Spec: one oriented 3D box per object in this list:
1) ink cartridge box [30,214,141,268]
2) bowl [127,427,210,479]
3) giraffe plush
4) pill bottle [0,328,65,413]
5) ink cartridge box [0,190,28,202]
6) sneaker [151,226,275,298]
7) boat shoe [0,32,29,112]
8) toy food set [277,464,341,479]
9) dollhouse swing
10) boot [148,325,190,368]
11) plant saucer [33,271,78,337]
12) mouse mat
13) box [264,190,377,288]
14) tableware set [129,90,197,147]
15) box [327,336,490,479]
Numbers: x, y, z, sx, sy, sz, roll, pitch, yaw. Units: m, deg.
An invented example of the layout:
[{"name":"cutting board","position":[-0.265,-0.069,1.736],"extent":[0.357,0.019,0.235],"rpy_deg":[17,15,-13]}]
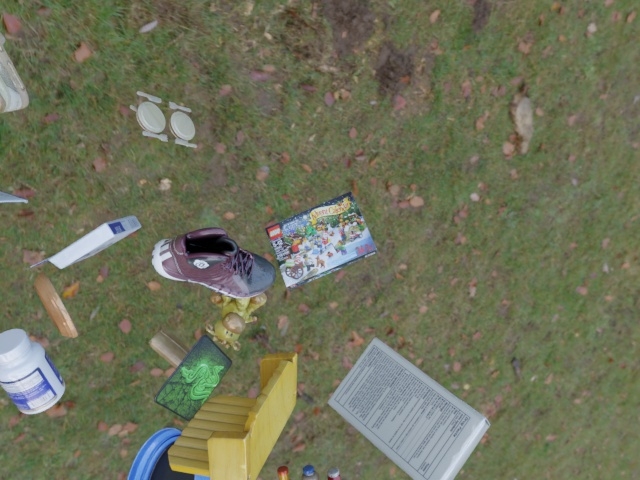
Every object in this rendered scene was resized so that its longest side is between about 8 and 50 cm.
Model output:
[{"name":"ink cartridge box","position":[-0.608,0.014,1.384],"extent":[0.223,0.223,0.045],"rpy_deg":[-29,98,3]},{"name":"bowl","position":[-0.499,0.816,1.701],"extent":[0.077,0.391,0.391],"rpy_deg":[30,97,-42]},{"name":"giraffe plush","position":[-0.285,0.247,1.676],"extent":[0.181,0.171,0.210],"rpy_deg":[17,129,-1]},{"name":"pill bottle","position":[-0.679,0.298,1.207],"extent":[0.112,0.112,0.187],"rpy_deg":[-23,127,-20]},{"name":"ink cartridge box","position":[-0.722,-0.061,0.838],"extent":[0.330,0.324,0.072],"rpy_deg":[-8,110,-63]},{"name":"sneaker","position":[-0.179,0.045,1.055],"extent":[0.281,0.162,0.107],"rpy_deg":[12,66,-37]},{"name":"boat shoe","position":[-0.813,-0.465,1.235],"extent":[0.110,0.121,0.341],"rpy_deg":[-46,119,-61]},{"name":"toy food set","position":[0.009,0.540,1.082],"extent":[0.111,0.232,0.105],"rpy_deg":[-16,101,-36]},{"name":"dollhouse swing","position":[-0.272,0.499,1.542],"extent":[0.347,0.304,0.315],"rpy_deg":[-52,150,-54]},{"name":"boot","position":[-0.486,0.431,1.812],"extent":[0.269,0.236,0.089],"rpy_deg":[44,89,-4]},{"name":"plant saucer","position":[-0.721,0.180,1.419],"extent":[0.037,0.200,0.200],"rpy_deg":[-28,127,-30]},{"name":"mouse mat","position":[-0.249,0.280,1.055],"extent":[0.153,0.007,0.190],"rpy_deg":[-54,156,-20]},{"name":"box","position":[0.000,0.000,1.271],"extent":[0.233,0.159,0.044],"rpy_deg":[-23,165,3]},{"name":"tableware set","position":[-0.434,-0.325,1.461],"extent":[0.194,0.039,0.128],"rpy_deg":[5,71,-56]},{"name":"box","position":[0.156,0.304,0.922],"extent":[0.149,0.232,0.127],"rpy_deg":[-52,150,-6]}]
